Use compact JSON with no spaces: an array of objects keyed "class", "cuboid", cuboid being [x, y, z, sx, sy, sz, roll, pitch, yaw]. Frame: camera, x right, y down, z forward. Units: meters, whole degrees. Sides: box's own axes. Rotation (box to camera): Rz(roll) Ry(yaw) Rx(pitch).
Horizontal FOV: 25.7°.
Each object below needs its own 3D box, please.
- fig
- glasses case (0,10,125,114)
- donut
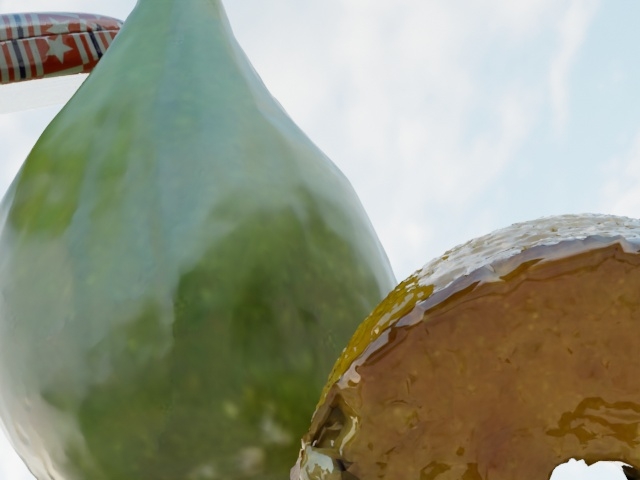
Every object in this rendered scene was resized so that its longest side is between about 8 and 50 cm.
[{"class":"fig","cuboid":[-0.053,0.013,0.740,0.233,0.314,0.233,6,-36,4]},{"class":"glasses case","cuboid":[-0.195,-0.100,0.794,0.194,0.049,0.073,-13,-8,-29]},{"class":"donut","cuboid":[0.104,0.108,0.559,0.253,0.118,0.253,0,-73,-1]}]
